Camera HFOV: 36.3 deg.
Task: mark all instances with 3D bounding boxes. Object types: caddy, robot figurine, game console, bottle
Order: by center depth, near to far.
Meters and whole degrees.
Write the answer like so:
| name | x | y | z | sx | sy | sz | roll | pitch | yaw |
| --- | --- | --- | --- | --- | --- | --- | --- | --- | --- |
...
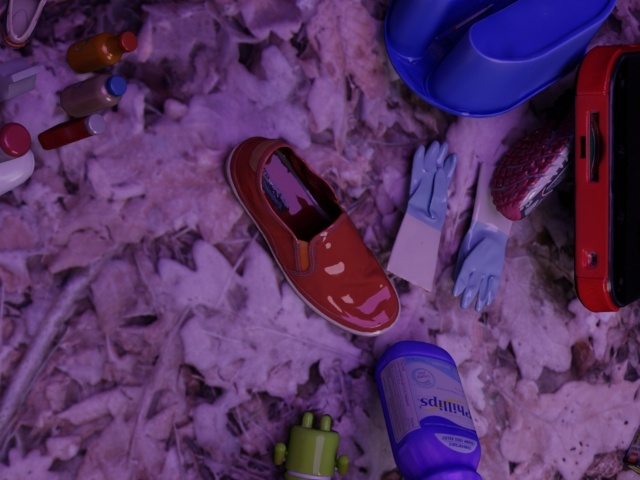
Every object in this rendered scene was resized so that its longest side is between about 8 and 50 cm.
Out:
| name | x | y | z | sx | sy | sz | roll | pitch | yaw |
| --- | --- | --- | --- | --- | --- | --- | --- | --- | --- |
| bottle | 0.150 | 0.265 | 1.285 | 0.118 | 0.092 | 0.283 | 16 | 40 | -25 |
| robot figurine | -0.012 | 0.288 | 1.305 | 0.101 | 0.067 | 0.115 | 9 | 84 | 3 |
| caddy | 0.253 | -0.321 | 1.393 | 0.341 | 0.179 | 0.241 | -32 | 79 | -22 |
| game console | 0.482 | -0.102 | 1.482 | 0.342 | 0.060 | 0.387 | -15 | 107 | -49 |

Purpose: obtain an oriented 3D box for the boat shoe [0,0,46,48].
| name | x | y | z | sx | sy | sz | roll | pitch | yaw |
| --- | --- | --- | --- | --- | --- | --- | --- | --- | --- |
| boat shoe | -0.352 | -0.297 | 1.173 | 0.049 | 0.043 | 0.137 | 17 | 80 | -22 |

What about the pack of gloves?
| name | x | y | z | sx | sy | sz | roll | pitch | yaw |
| --- | --- | --- | --- | --- | --- | --- | --- | --- | --- |
| pack of gloves | 0.189 | -0.020 | 1.433 | 0.195 | 0.046 | 0.232 | 26 | 67 | -24 |

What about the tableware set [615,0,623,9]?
| name | x | y | z | sx | sy | sz | roll | pitch | yaw |
| --- | --- | --- | --- | --- | --- | --- | --- | --- | --- |
| tableware set | 0.435 | -0.441 | 1.565 | 0.141 | 0.020 | 0.169 | -32 | 102 | -23 |

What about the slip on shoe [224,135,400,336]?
| name | x | y | z | sx | sy | sz | roll | pitch | yaw |
| --- | --- | --- | --- | --- | --- | --- | --- | --- | --- |
| slip on shoe | 0.000 | 0.000 | 1.301 | 0.123 | 0.101 | 0.331 | -43 | 107 | -22 |

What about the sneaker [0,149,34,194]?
| name | x | y | z | sx | sy | sz | roll | pitch | yaw |
| --- | --- | --- | --- | --- | --- | --- | --- | --- | --- |
| sneaker | -0.437 | -0.086 | 1.098 | 0.235 | 0.094 | 0.090 | -3 | 88 | -29 |

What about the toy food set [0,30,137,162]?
| name | x | y | z | sx | sy | sz | roll | pitch | yaw |
| --- | --- | --- | --- | --- | --- | --- | --- | --- | --- |
| toy food set | -0.308 | -0.162 | 1.117 | 0.232 | 0.104 | 0.111 | -34 | 110 | -45 |

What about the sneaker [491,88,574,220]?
| name | x | y | z | sx | sy | sz | roll | pitch | yaw |
| --- | --- | --- | --- | --- | --- | --- | --- | --- | --- |
| sneaker | 0.374 | -0.127 | 1.467 | 0.299 | 0.120 | 0.112 | -43 | 110 | -25 |

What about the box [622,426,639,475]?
| name | x | y | z | sx | sy | sz | roll | pitch | yaw |
| --- | --- | --- | --- | --- | --- | --- | --- | --- | --- |
| box | 0.599 | 0.371 | 1.611 | 0.207 | 0.036 | 0.114 | 37 | 74 | -20 |
